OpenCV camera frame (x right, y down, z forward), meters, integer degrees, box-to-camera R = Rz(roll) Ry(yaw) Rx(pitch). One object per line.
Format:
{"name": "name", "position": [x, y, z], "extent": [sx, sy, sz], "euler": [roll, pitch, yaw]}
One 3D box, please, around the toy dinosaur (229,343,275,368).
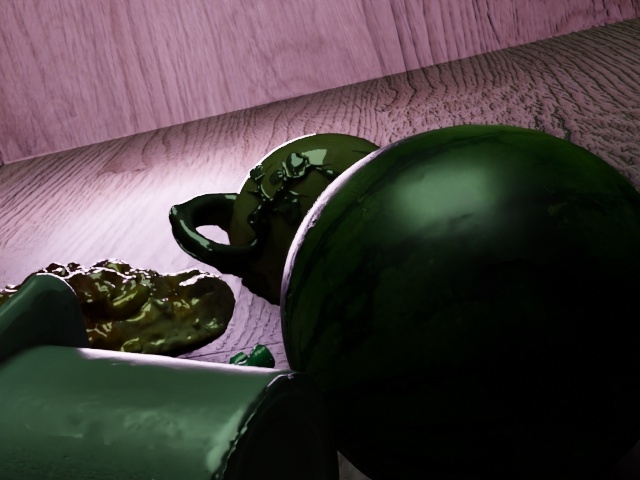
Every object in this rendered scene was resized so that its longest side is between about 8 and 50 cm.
{"name": "toy dinosaur", "position": [-0.075, 0.126, 1.290], "extent": [0.096, 0.059, 0.132], "euler": [-30, 9, -28]}

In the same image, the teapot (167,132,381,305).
{"name": "teapot", "position": [0.000, 0.000, 1.543], "extent": [0.269, 0.173, 0.182], "euler": [0, 31, -23]}

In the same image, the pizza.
{"name": "pizza", "position": [-0.273, 0.086, 1.578], "extent": [0.409, 0.114, 0.278], "euler": [-9, 7, 31]}

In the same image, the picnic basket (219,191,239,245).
{"name": "picnic basket", "position": [-0.022, -0.030, 1.890], "extent": [0.115, 0.079, 0.164], "euler": [-5, 14, 43]}

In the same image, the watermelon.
{"name": "watermelon", "position": [0.094, 0.046, 1.017], "extent": [0.242, 0.242, 0.242], "euler": [-13, 12, 3]}

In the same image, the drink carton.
{"name": "drink carton", "position": [-0.102, 0.145, 0.948], "extent": [0.189, 0.185, 0.191], "euler": [8, 34, 26]}
